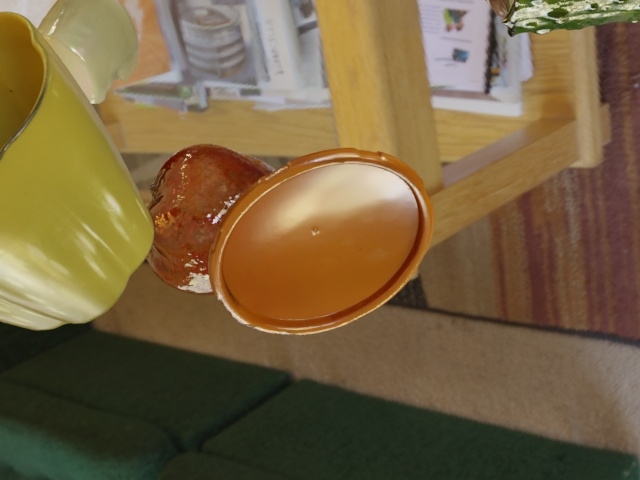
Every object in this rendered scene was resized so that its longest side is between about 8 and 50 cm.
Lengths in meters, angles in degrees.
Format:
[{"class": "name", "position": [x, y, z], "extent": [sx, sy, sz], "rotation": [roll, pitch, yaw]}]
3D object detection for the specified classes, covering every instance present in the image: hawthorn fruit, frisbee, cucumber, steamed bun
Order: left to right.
[{"class": "steamed bun", "position": [-0.414, -0.309, 1.580], "extent": [0.170, 0.226, 0.200], "rotation": [34, 137, -17]}, {"class": "hawthorn fruit", "position": [-0.125, -0.025, 1.323], "extent": [0.260, 0.224, 0.224], "rotation": [6, 119, 4]}, {"class": "frisbee", "position": [0.000, 0.000, 0.749], "extent": [0.035, 0.192, 0.192], "rotation": [-115, 32, -45]}, {"class": "cucumber", "position": [0.299, -0.273, 0.901], "extent": [0.244, 0.134, 0.134], "rotation": [-2, 112, 8]}]

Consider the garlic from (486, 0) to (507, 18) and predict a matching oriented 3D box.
[{"class": "garlic", "position": [0.248, -0.352, 1.161], "extent": [0.147, 0.102, 0.159], "rotation": [35, 138, 45]}]

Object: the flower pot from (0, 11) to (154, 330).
[{"class": "flower pot", "position": [-0.220, -0.031, 0.656], "extent": [0.195, 0.195, 0.179], "rotation": [18, 158, 37]}]
